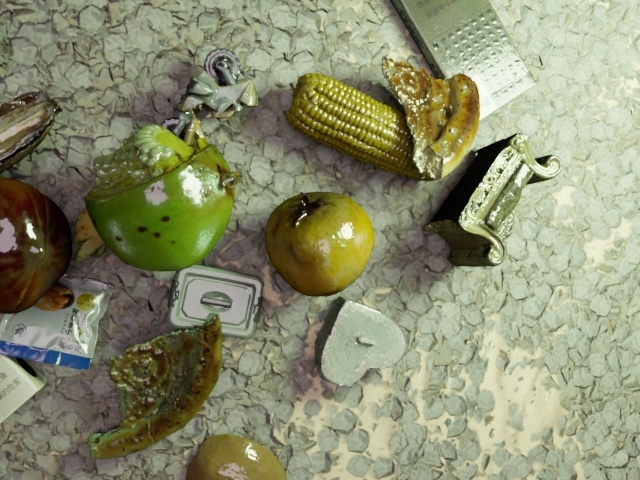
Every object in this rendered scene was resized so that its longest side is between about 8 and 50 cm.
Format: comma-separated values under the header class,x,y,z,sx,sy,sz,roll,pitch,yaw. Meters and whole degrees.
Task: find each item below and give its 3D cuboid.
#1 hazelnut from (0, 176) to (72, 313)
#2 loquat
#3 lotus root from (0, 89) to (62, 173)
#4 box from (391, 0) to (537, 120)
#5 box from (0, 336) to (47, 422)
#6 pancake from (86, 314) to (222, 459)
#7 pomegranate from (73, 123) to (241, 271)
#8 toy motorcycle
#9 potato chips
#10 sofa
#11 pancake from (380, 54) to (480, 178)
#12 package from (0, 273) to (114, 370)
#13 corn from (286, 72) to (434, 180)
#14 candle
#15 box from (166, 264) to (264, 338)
class,x,y,z,sx,sy,sz,roll,pitch,yaw
hazelnut,-0.522,0.003,0.965,0.229,0.229,0.230,0,90,-11
loquat,-0.001,-0.003,1.103,0.212,0.213,0.213,0,90,-11
lotus root,-0.609,-0.152,1.035,0.329,0.078,0.167,-34,63,-13
box,0.308,-0.425,1.241,0.180,0.047,0.325,-34,97,-10
box,-0.648,0.224,1.036,0.164,0.069,0.256,-42,98,-9
pancake,-0.303,0.270,1.063,0.197,0.054,0.377,33,101,-16
pomegranate,-0.302,-0.057,1.027,0.340,0.260,0.261,-25,95,22
toy motorcycle,-0.209,-0.250,1.116,0.129,0.094,0.229,35,93,-14
potato chips,-0.164,0.482,1.137,0.195,0.062,0.208,-17,95,-9
sofa,0.362,-0.066,1.176,0.182,0.200,0.258,36,82,-7
pancake,0.205,-0.267,1.122,0.244,0.057,0.266,41,55,-6
package,-0.487,0.139,1.065,0.171,0.027,0.173,15,62,-16
corn,0.102,-0.220,1.161,0.344,0.131,0.131,20,86,-12
candle,0.072,0.195,1.181,0.192,0.068,0.169,-19,97,-13
box,-0.201,0.113,1.114,0.172,0.093,0.124,12,88,-11
